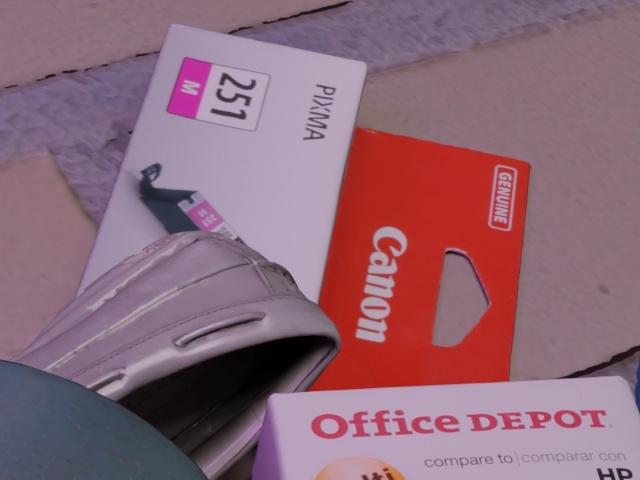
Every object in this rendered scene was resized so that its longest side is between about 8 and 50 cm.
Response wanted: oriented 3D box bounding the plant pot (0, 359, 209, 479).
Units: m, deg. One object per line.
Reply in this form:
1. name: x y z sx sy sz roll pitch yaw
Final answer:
1. plant pot: -0.150 0.211 0.561 0.341 0.341 0.334 12 20 0

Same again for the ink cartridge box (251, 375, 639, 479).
1. ink cartridge box: 0.064 0.198 0.757 0.171 0.168 0.233 -1 45 -11

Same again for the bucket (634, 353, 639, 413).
1. bucket: 0.271 0.124 0.808 0.183 0.281 0.281 -11 48 -10

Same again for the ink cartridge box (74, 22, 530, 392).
1. ink cartridge box: 0.000 0.000 1.021 0.239 0.060 0.275 11 44 1

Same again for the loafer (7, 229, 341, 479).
1. loafer: -0.125 0.115 0.806 0.319 0.112 0.111 -43 44 -21
